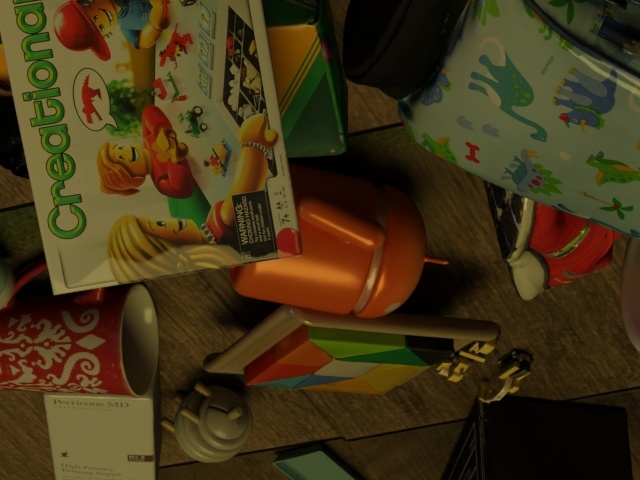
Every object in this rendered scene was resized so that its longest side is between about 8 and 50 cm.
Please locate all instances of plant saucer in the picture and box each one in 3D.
[{"bbox_3d":[0.021,0.290,2.109,0.067,0.018,0.192,-17,140,25],"label":"plant saucer"}]

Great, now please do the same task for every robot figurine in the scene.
[{"bbox_3d":[0.000,0.000,1.603,0.219,0.128,0.158,11,132,-12],"label":"robot figurine"}]

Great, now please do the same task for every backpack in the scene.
[{"bbox_3d":[0.216,-0.134,1.257,0.355,0.273,0.290,12,152,-13],"label":"backpack"}]

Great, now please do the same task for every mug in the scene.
[{"bbox_3d":[-0.259,0.084,1.785,0.169,0.150,0.113,-3,-179,15],"label":"mug"}]

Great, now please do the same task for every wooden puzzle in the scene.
[{"bbox_3d":[0.026,0.112,1.755,0.221,0.044,0.238,6,162,-24],"label":"wooden puzzle"}]

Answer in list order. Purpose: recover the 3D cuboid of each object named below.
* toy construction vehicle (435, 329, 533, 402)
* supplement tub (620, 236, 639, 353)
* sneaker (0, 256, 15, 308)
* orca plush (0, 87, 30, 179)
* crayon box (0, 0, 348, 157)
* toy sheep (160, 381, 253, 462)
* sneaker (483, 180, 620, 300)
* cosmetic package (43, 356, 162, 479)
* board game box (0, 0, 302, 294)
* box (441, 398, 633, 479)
[{"bbox_3d":[0.172,0.133,1.861,0.086,0.035,0.098,22,140,-26],"label":"toy construction vehicle"},{"bbox_3d":[0.445,0.051,1.592,0.316,0.193,0.193,15,143,-18],"label":"supplement tub"},{"bbox_3d":[-0.438,0.034,1.706,0.256,0.094,0.151,-17,147,10],"label":"sneaker"},{"bbox_3d":[-0.188,-0.069,1.397,0.287,0.102,0.151,18,142,-20],"label":"orca plush"},{"bbox_3d":[-0.124,-0.142,1.450,0.278,0.081,0.165,-3,145,8],"label":"crayon box"},{"bbox_3d":[-0.116,0.196,1.928,0.091,0.091,0.132,17,161,-19],"label":"toy sheep"},{"bbox_3d":[0.209,-0.032,1.561,0.118,0.107,0.279,-15,163,7],"label":"sneaker"},{"bbox_3d":[-0.232,0.193,1.931,0.117,0.085,0.231,2,146,-1],"label":"cosmetic package"},{"bbox_3d":[-0.131,-0.123,1.329,0.193,0.053,0.305,-10,105,0],"label":"board game box"},{"bbox_3d":[0.232,0.374,1.975,0.182,0.294,0.296,5,145,-7],"label":"box"}]
